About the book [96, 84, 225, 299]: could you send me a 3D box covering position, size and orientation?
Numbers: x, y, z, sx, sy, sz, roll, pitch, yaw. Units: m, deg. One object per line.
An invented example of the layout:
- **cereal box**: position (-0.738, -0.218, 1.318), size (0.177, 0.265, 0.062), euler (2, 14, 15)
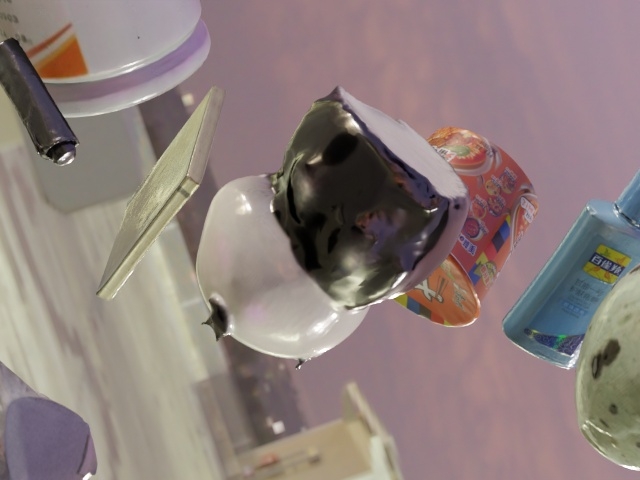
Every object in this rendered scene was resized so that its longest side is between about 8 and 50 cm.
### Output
- **book**: position (-0.212, -0.062, 1.778), size (0.269, 0.025, 0.191), euler (-48, -157, 40)

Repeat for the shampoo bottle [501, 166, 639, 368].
- **shampoo bottle**: position (0.307, 0.025, 1.477), size (0.258, 0.104, 0.061), euler (-60, -171, 29)

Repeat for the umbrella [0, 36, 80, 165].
- **umbrella**: position (-0.249, -0.120, 1.150), size (0.133, 0.036, 0.031), euler (56, -1, 20)

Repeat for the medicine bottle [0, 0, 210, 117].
- **medicine bottle**: position (-0.237, -0.298, 1.264), size (0.202, 0.202, 0.316), euler (-118, -168, -59)

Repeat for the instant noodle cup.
- **instant noodle cup**: position (0.177, -0.028, 1.918), size (0.250, 0.192, 0.250), euler (34, -24, 18)

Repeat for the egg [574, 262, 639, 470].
- **egg**: position (0.215, 0.077, 0.791), size (0.164, 0.131, 0.131), euler (-58, -141, 35)

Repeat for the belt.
- **belt**: position (-0.381, 0.171, 1.301), size (0.339, 0.122, 0.217), euler (40, -37, -12)

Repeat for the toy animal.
- **toy animal**: position (0.000, 0.000, 1.545), size (0.251, 0.310, 0.251), euler (36, 18, -14)
